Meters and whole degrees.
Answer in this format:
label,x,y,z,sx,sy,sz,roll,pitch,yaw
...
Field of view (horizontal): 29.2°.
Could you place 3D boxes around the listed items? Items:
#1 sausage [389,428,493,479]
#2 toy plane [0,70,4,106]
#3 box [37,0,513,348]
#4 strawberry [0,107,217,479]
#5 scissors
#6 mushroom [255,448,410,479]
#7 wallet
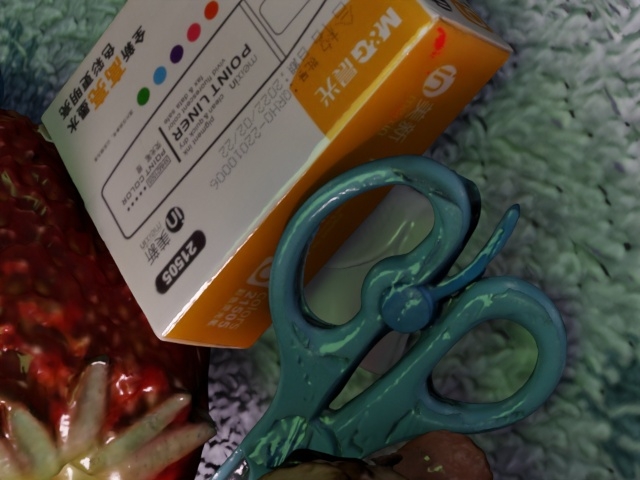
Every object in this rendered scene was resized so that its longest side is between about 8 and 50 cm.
label,x,y,z,sx,sy,sz,roll,pitch,yaw
sausage,0.006,0.224,0.732,0.078,0.078,0.304,46,114,32
toy plane,-0.332,-0.082,1.036,0.271,0.105,0.254,123,150,-51
box,-0.041,-0.097,0.785,0.274,0.091,0.220,-50,55,20
strawberry,-0.229,0.078,0.891,0.292,0.292,0.343,-58,35,25
scissors,-0.014,0.117,0.749,0.180,0.032,0.393,42,112,-1
mushroom,0.017,0.245,0.591,0.263,0.195,0.283,-24,86,52
wallet,0.000,0.000,0.817,0.183,0.032,0.124,32,111,37
